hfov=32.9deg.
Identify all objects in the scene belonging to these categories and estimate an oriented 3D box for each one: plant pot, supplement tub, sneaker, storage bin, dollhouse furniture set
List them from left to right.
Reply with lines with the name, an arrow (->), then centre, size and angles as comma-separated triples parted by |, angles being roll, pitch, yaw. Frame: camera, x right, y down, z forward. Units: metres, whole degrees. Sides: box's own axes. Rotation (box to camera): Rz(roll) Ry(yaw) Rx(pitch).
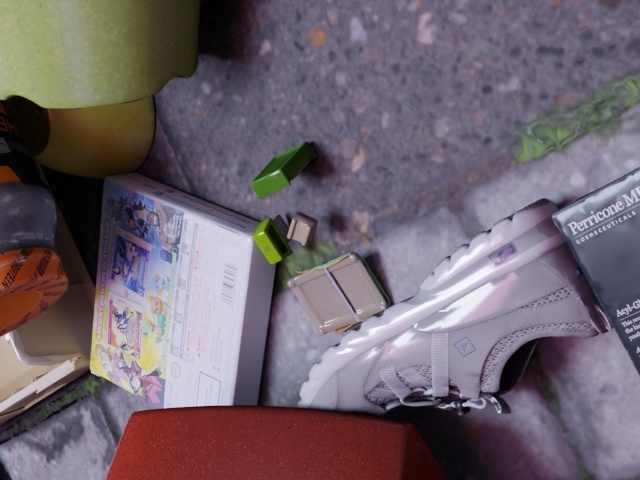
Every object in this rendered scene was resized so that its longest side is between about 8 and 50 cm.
supplement tub -> -0.353, -0.067, 0.928 | 0.193, 0.193, 0.316 | -36, 79, 38
storage bin -> -0.376, 0.059, 1.144 | 0.262, 0.123, 0.260 | -31, 81, 38
plant pot -> -0.234, -0.117, 1.007 | 0.134, 0.095, 0.134 | 10, 107, 36
plant pot -> -0.198, -0.251, 0.864 | 0.276, 0.276, 0.254 | 18, 123, 34
plant pot -> -0.009, 0.278, 0.796 | 0.236, 0.267, 0.267 | -18, 121, 23
dollhouse furniture set -> 0.000, 0.000, 0.901 | 0.076, 0.058, 0.152 | -24, 105, 32
sneaker -> 0.088, 0.092, 0.801 | 0.281, 0.105, 0.115 | -43, 76, 37

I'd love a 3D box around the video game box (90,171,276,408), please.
video game box -> -0.131, 0.060, 1.002 | 0.187, 0.048, 0.205 | 21, 113, 31

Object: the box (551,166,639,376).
box -> 0.296, 0.000, 0.619 | 0.261, 0.103, 0.184 | -32, 84, 39
